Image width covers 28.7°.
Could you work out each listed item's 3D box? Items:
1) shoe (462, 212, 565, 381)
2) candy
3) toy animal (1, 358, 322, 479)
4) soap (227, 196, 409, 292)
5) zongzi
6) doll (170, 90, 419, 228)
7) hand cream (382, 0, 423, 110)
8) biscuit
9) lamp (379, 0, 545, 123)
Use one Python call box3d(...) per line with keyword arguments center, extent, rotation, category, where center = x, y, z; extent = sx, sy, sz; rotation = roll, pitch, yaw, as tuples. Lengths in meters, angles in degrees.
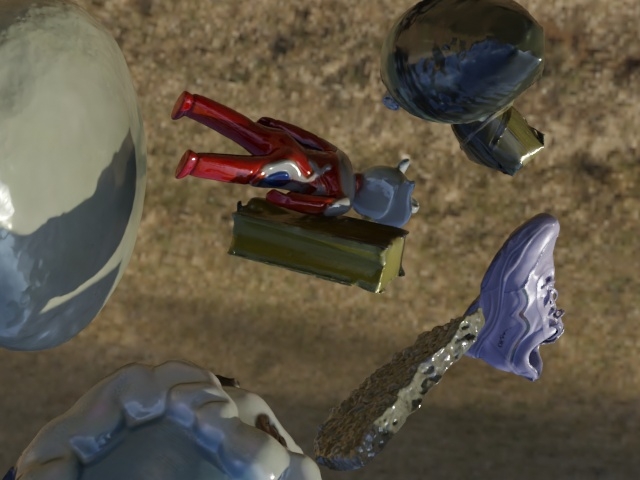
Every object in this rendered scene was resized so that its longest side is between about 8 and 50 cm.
box3d(center=(0.291, 0.083, 1.758), extent=(0.137, 0.245, 0.095), rotation=(30, -156, 9), category="shoe")
box3d(center=(-0.293, -0.069, 1.317), extent=(0.186, 0.386, 0.427), rotation=(4, 179, 9), category="candy")
box3d(center=(-0.069, 0.189, 0.716), extent=(0.156, 0.204, 0.208), rotation=(23, 136, 38), category="toy animal")
box3d(center=(0.000, 0.002, 1.742), extent=(0.233, 0.076, 0.135), rotation=(15, -165, 15), category="soap")
box3d(center=(0.182, -0.161, 1.560), extent=(0.176, 0.078, 0.160), rotation=(42, 175, -13), category="zongzi")
box3d(center=(-0.025, -0.102, 1.778), extent=(0.384, 0.188, 0.099), rotation=(15, 131, -20), category="doll")
box3d(center=(0.149, -0.266, 1.558), extent=(0.084, 0.257, 0.050), rotation=(37, 164, -23), category="hand cream")
box3d(center=(0.060, 0.151, 1.208), extent=(0.133, 0.250, 0.032), rotation=(-28, 100, 45), category="biscuit")
box3d(center=(0.102, -0.137, 0.933), extent=(0.101, 0.101, 0.250), rotation=(17, 177, -15), category="lamp")
